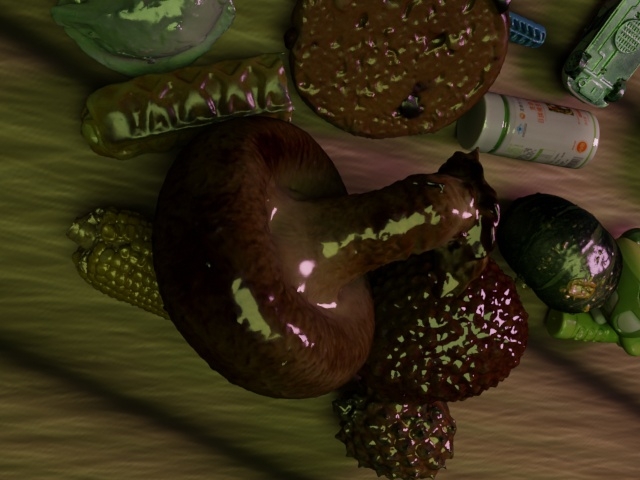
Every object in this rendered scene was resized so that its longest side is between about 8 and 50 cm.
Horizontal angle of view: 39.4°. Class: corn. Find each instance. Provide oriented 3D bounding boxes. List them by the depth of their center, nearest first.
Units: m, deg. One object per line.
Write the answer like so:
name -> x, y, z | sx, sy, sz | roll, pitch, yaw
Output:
corn -> -0.185, 0.051, 1.176 | 0.322, 0.119, 0.119 | 25, 101, -24

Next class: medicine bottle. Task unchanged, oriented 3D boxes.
medicine bottle -> 0.292, -0.155, 1.253 | 0.183, 0.086, 0.086 | 7, 107, -19

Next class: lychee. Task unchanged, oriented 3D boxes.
lychee -> 0.158, 0.111, 1.230 | 0.271, 0.236, 0.236 | -21, 115, -28

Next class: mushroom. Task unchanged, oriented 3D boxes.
mushroom -> -0.007, 0.021, 1.042 | 0.334, 0.356, 0.331 | 15, 81, -57

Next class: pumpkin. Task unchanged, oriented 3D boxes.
pumpkin -> 0.340, 0.018, 1.275 | 0.190, 0.190, 0.146 | 23, 99, -22

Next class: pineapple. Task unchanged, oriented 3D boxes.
pineapple -> 0.100, 0.270, 1.314 | 0.193, 0.166, 0.166 | 23, 102, -19

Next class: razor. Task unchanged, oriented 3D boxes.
razor -> 0.193, -0.314, 1.192 | 0.253, 0.042, 0.082 | 16, 132, -20

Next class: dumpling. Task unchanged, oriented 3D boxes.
dumpling -> -0.206, -0.256, 1.065 | 0.217, 0.105, 0.149 | -11, 111, -13

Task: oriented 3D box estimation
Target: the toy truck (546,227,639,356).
toy truck -> 0.479, 0.102, 1.377 | 0.187, 0.148, 0.210 | 23, 122, -25

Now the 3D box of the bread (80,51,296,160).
bread -> -0.166, -0.166, 1.120 | 0.269, 0.098, 0.087 | -14, 71, -10

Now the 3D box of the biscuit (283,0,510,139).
biscuit -> 0.100, -0.258, 1.147 | 0.296, 0.075, 0.296 | -5, 126, -7

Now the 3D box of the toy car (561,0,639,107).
toy car -> 0.421, -0.295, 1.245 | 0.090, 0.076, 0.224 | 27, 108, -24
